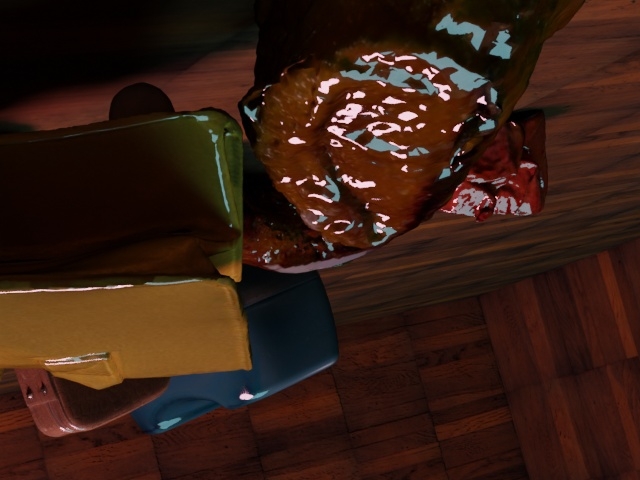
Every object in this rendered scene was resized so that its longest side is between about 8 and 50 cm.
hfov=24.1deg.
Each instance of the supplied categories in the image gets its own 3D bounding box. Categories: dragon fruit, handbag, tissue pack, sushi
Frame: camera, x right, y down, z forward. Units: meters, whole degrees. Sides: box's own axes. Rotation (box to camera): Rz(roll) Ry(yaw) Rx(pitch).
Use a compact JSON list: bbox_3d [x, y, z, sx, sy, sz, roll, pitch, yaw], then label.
[{"bbox_3d":[0.135,-0.088,1.496,0.192,0.122,0.092,-8,130,-26],"label":"dragon fruit"},{"bbox_3d":[-0.241,0.020,0.893,0.401,0.133,0.283,-4,159,-2],"label":"handbag"},{"bbox_3d":[-0.129,0.096,1.766,0.198,0.206,0.287,-20,179,-39],"label":"tissue pack"},{"bbox_3d":[0.046,-0.110,0.818,0.166,0.179,0.296,9,153,-5],"label":"sushi"},{"bbox_3d":[-0.231,0.085,1.473,0.151,0.193,0.072,-15,175,-39],"label":"handbag"}]

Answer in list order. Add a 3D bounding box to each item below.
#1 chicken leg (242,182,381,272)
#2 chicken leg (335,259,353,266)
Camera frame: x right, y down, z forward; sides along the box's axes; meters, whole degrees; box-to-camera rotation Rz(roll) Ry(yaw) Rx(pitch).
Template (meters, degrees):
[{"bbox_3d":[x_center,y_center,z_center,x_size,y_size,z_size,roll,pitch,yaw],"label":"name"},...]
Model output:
[{"bbox_3d":[-0.030,-0.021,1.473,0.158,0.096,0.407,-22,169,28],"label":"chicken leg"},{"bbox_3d":[0.002,0.002,1.805,0.085,0.069,0.198,-36,-174,-17],"label":"chicken leg"}]
